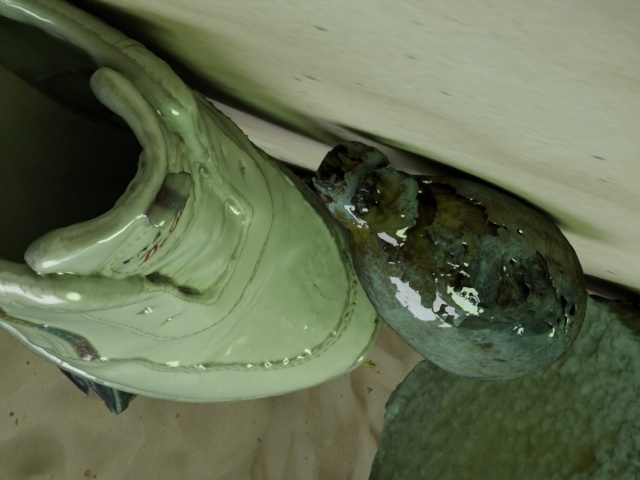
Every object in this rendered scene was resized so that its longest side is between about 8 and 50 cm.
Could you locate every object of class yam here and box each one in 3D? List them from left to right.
[{"bbox_3d":[0.233,0.169,0.991,0.348,0.241,0.241,16,180,-27],"label":"yam"}]

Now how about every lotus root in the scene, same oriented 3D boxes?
[{"bbox_3d":[0.061,0.013,0.672,0.088,0.088,0.165,18,167,46],"label":"lotus root"}]

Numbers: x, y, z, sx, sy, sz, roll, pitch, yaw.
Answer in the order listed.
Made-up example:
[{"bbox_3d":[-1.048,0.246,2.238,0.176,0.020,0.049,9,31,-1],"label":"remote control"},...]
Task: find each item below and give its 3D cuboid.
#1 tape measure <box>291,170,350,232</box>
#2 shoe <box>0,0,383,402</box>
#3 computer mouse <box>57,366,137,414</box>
[{"bbox_3d":[0.000,0.000,0.963,0.118,0.074,0.125,12,178,36],"label":"tape measure"},{"bbox_3d":[-0.091,-0.012,0.603,0.342,0.132,0.210,29,174,-29],"label":"shoe"},{"bbox_3d":[-0.173,-0.026,1.015,0.199,0.115,0.389,36,155,26],"label":"computer mouse"}]
